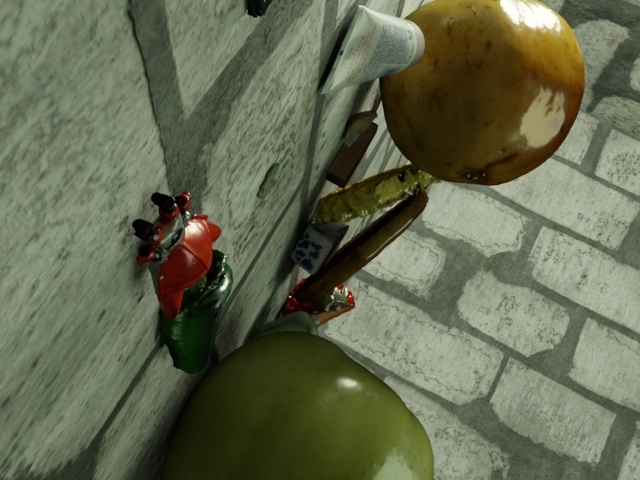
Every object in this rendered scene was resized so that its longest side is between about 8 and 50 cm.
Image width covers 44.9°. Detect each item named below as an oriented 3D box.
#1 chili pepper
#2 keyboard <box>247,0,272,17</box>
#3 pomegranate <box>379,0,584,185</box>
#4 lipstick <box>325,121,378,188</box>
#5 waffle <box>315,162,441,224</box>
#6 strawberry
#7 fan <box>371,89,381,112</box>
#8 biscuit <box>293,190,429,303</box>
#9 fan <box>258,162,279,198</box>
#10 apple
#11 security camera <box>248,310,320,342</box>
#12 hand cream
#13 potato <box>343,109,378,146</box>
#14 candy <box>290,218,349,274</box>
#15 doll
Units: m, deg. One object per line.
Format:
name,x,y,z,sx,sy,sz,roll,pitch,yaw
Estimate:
chili pepper,-0.150,0.097,0.954,0.108,0.062,0.216,-57,173,-39
keyboard,-0.012,-0.284,0.686,0.196,0.018,0.060,-61,170,-18
pomegranate,0.294,-0.312,1.463,0.410,0.410,0.410,-61,173,-12
lipstick,0.064,-0.178,1.561,0.145,0.045,0.045,-60,175,-19
waffle,0.119,-0.104,1.581,0.283,0.065,0.309,-20,-170,1
strawberry,-0.031,0.156,1.919,0.190,0.111,0.236,-9,162,-38
fan,0.125,-0.304,1.700,0.085,0.005,0.133,-61,174,-8
biscuit,0.088,0.016,1.643,0.359,0.046,0.359,-39,-176,3
fan,-0.069,-0.084,1.092,0.056,0.004,0.083,-64,173,8
apple,-0.047,0.399,1.345,0.474,0.473,0.474,-61,173,-12
security camera,-0.071,0.221,1.725,0.157,0.080,0.301,-25,170,0
hand cream,0.077,-0.287,1.167,0.248,0.083,0.133,-27,145,-60
potato,0.066,-0.223,1.481,0.093,0.036,0.037,-45,-137,39
candy,0.000,0.000,1.659,0.092,0.073,0.160,-57,176,21
doll,-0.134,0.008,0.731,0.169,0.057,0.109,98,17,-73
